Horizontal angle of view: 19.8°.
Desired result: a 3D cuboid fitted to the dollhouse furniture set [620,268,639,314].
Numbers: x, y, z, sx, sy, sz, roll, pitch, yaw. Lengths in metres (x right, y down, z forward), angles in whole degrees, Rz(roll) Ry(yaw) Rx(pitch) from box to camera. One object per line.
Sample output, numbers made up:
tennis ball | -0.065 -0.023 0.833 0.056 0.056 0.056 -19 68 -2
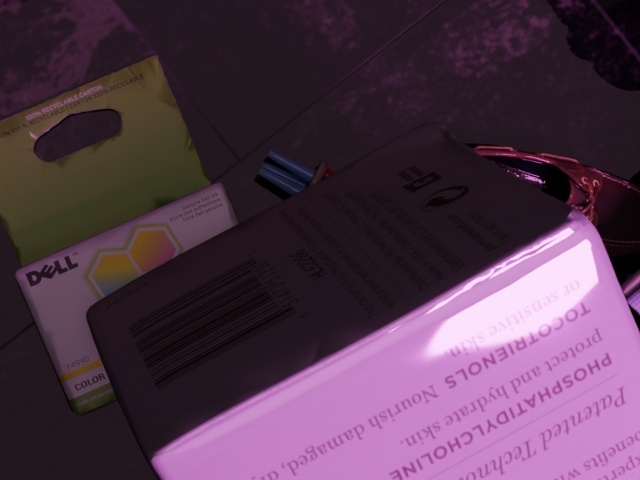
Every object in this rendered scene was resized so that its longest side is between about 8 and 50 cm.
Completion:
dollhouse furniture set | 0.359 0.111 1.420 0.286 0.198 0.303 -41 111 6

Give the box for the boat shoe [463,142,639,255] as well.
boat shoe | 0.203 -0.034 1.564 0.207 0.073 0.073 12 83 -6

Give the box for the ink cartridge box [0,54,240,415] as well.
ink cartridge box | -0.168 -0.008 1.517 0.189 0.097 0.255 -24 90 -6

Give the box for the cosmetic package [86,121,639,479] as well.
cosmetic package | 0.071 0.180 1.361 0.327 0.329 0.394 -29 111 -6

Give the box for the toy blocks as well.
toy blocks | 0.000 0.000 1.552 0.148 0.054 0.123 28 85 -3
